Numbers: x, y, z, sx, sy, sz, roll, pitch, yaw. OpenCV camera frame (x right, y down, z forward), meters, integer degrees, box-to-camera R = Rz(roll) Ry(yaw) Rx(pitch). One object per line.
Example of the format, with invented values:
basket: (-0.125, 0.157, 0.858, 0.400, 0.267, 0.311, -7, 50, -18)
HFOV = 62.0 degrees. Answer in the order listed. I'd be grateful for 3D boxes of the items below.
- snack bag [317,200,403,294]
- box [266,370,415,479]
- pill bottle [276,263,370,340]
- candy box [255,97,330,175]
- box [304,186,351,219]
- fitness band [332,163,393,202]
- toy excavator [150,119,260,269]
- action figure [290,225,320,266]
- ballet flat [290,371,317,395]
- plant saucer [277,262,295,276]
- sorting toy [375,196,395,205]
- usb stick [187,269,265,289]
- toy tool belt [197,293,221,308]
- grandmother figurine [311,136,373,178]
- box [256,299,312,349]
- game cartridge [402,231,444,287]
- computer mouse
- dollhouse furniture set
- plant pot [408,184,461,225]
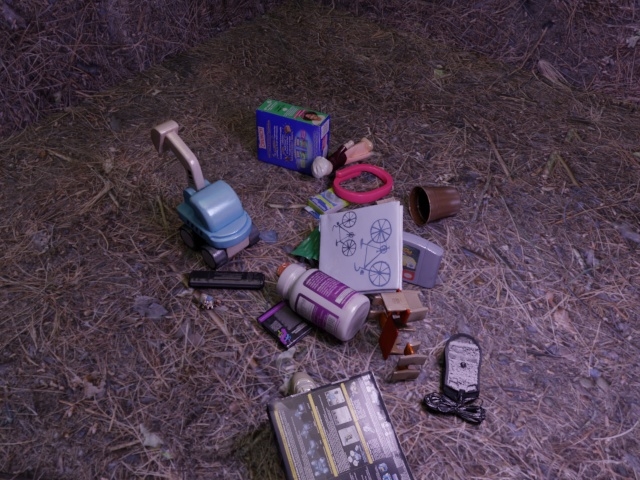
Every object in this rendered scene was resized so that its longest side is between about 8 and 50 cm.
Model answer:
snack bag: (0.134, 0.039, 1.896, 0.342, 0.037, 0.323, -9, 71, 32)
box: (0.060, 0.585, 1.425, 0.318, 0.097, 0.395, -13, 62, -17)
pill bottle: (0.003, 0.199, 1.814, 0.301, 0.169, 0.169, 29, 51, 24)
candy box: (-0.126, -0.461, 2.396, 0.317, 0.268, 0.122, 18, 44, 16)
box: (0.033, -0.161, 2.262, 0.178, 0.042, 0.109, -30, 53, -28)
fitness band: (0.184, -0.248, 2.319, 0.291, 0.054, 0.209, -25, 53, -38)
toy excavator: (-0.439, -0.182, 1.987, 0.222, 0.445, 0.433, -34, 55, -31)
action figure: (0.000, 0.000, 2.086, 0.137, 0.063, 0.232, 20, 52, 20)
ballet flat: (-0.033, 0.484, 1.593, 0.086, 0.086, 0.248, -11, 46, -12)
plant saucer: (-0.119, 0.118, 2.001, 0.083, 0.013, 0.083, 1, 46, -1)
sorting toy: (0.282, -0.138, 2.249, 0.083, 0.045, 0.075, -15, 55, -16)
usb stick: (-0.344, 0.143, 1.949, 0.278, 0.045, 0.077, 1, 38, 0)
toy tool belt: (-0.392, 0.222, 1.873, 0.083, 0.052, 0.051, 16, 78, 18)
grandmother figurine: (0.091, -0.360, 2.351, 0.104, 0.208, 0.342, 43, 50, 20)
box: (-0.123, 0.288, 1.822, 0.116, 0.029, 0.162, -34, 54, -29)
game cartridge: (0.291, 0.055, 1.945, 0.294, 0.196, 0.060, 16, 38, 15)
computer mouse: (0.432, 0.425, 1.679, 0.188, 0.072, 0.272, 13, 59, 9)
dollhouse furniture set: (0.230, 0.272, 1.687, 0.135, 0.259, 0.262, -1, 42, -17)
plant pot: (0.474, -0.154, 2.193, 0.165, 0.167, 0.167, -10, 46, -21)
